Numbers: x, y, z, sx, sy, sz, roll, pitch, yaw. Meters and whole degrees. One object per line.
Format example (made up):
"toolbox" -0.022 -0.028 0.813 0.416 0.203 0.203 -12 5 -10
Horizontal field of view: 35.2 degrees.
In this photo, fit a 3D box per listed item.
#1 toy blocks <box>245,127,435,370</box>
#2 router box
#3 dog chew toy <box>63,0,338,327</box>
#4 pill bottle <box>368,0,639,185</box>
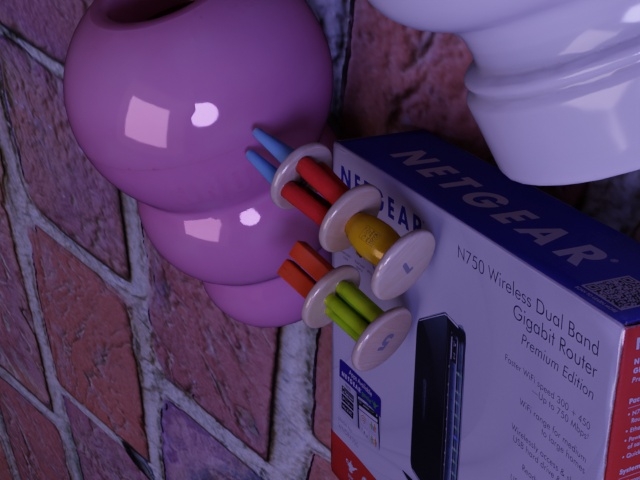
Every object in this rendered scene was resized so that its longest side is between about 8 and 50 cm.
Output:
"toy blocks" 0.000 0.000 0.680 0.148 0.054 0.123 42 139 29
"router box" 0.113 0.113 0.694 0.335 0.082 0.301 -140 45 -57
"dog chew toy" -0.070 -0.059 0.824 0.206 0.206 0.332 19 142 38
"pill bottle" 0.080 -0.242 0.436 0.229 0.229 0.408 -5 118 51
